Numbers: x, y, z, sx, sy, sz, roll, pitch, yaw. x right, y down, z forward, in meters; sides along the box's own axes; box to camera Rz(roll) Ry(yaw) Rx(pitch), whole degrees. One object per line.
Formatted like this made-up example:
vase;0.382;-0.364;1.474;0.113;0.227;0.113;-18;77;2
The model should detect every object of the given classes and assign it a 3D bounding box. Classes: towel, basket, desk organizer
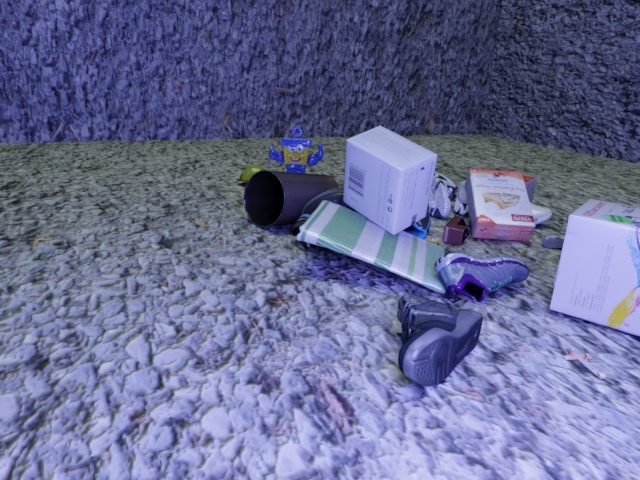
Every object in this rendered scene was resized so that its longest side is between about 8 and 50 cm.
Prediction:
towel;0.124;0.008;1.137;0.325;0.038;0.248;22;22;5
basket;-0.070;-0.122;1.433;0.227;0.154;0.204;-6;-1;-40
desk organizer;0.375;-0.028;1.377;0.050;0.047;0.130;14;22;23

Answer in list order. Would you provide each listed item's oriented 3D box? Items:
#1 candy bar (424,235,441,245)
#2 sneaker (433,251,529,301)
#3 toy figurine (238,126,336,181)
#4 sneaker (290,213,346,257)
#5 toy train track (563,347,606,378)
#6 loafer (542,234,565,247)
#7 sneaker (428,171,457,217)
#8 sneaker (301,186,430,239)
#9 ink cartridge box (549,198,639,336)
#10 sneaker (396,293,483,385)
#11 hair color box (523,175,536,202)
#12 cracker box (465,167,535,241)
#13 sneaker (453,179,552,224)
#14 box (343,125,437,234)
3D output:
candy bar;0.241;-0.011;1.348;0.162;0.018;0.040;13;25;26
sneaker;0.339;0.088;1.034;0.224;0.083;0.098;5;52;-19
toy figurine;-0.117;-0.317;1.880;0.363;0.217;0.191;4;19;2
sneaker;0.000;0.000;1.234;0.188;0.067;0.078;30;64;38
toy train track;0.421;0.190;0.799;0.048;0.014;0.083;-1;20;-10
loafer;0.653;0.003;1.335;0.125;0.045;0.039;6;12;17
sneaker;0.402;-0.145;1.643;0.153;0.094;0.235;18;30;-29
sneaker;0.115;-0.058;1.309;0.341;0.125;0.139;-3;38;7
ink cartridge box;0.605;0.054;0.939;0.270;0.197;0.198;16;23;34
sneaker;0.153;0.148;0.780;0.130;0.087;0.228;14;19;33
hair color box;0.694;-0.166;1.751;0.053;0.093;0.167;15;22;33
cracker box;0.507;-0.106;1.442;0.156;0.067;0.232;4;48;3
sneaker;0.564;-0.119;1.564;0.292;0.118;0.110;13;20;24
box;0.157;-0.144;1.191;0.119;0.180;0.182;-28;48;-30
